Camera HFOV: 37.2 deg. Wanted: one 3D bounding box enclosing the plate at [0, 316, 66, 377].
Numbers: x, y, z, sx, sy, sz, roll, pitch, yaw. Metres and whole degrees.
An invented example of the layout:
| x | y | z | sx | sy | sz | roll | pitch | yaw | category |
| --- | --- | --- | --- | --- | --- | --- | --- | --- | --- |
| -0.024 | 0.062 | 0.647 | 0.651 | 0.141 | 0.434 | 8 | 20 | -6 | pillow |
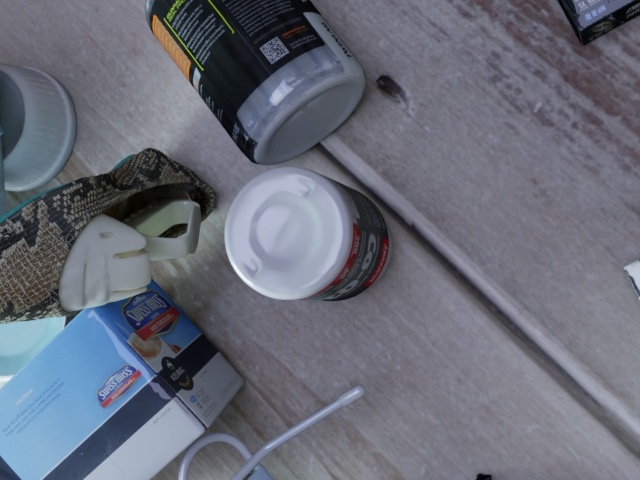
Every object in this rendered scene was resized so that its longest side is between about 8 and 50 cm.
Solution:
| x | y | z | sx | sy | sz | roll | pitch | yaw | category |
| --- | --- | --- | --- | --- | --- | --- | --- | --- | --- |
| -0.474 | 0.113 | 1.441 | 0.188 | 0.024 | 0.188 | 0 | 85 | 4 | plate |

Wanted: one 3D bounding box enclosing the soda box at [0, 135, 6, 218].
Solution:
| x | y | z | sx | sy | sz | roll | pitch | yaw | category |
| --- | --- | --- | --- | --- | --- | --- | --- | --- | --- |
| -0.544 | -0.147 | 1.426 | 0.091 | 0.098 | 0.286 | -7 | 85 | 18 | soda box |

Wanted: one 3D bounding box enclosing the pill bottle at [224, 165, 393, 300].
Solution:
| x | y | z | sx | sy | sz | roll | pitch | yaw | category |
| --- | --- | --- | --- | --- | --- | --- | --- | --- | --- |
| 0.000 | 0.000 | 1.250 | 0.161 | 0.283 | 0.161 | -1 | 86 | 18 | pill bottle |

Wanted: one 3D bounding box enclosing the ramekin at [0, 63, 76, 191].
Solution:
| x | y | z | sx | sy | sz | roll | pitch | yaw | category |
| --- | --- | --- | --- | --- | --- | --- | --- | --- | --- |
| -0.508 | -0.186 | 1.525 | 0.207 | 0.109 | 0.207 | -1 | 87 | 18 | ramekin |

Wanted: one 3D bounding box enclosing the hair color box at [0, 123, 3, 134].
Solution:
| x | y | z | sx | sy | sz | roll | pitch | yaw | category |
| --- | --- | --- | --- | --- | --- | --- | --- | --- | --- |
| -0.660 | -0.156 | 1.325 | 0.374 | 0.113 | 0.185 | -24 | 91 | 8 | hair color box |

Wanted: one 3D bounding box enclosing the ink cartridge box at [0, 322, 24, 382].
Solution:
| x | y | z | sx | sy | sz | roll | pitch | yaw | category |
| --- | --- | --- | --- | --- | --- | --- | --- | --- | --- |
| -0.546 | 0.153 | 1.523 | 0.218 | 0.092 | 0.158 | -9 | 84 | 19 | ink cartridge box |

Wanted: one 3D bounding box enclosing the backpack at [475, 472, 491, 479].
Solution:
| x | y | z | sx | sy | sz | roll | pitch | yaw | category |
| --- | --- | --- | --- | --- | --- | --- | --- | --- | --- |
| 0.206 | 0.374 | 1.245 | 0.084 | 0.114 | 0.105 | 39 | 98 | 17 | backpack |

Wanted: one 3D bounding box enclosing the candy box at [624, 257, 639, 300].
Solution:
| x | y | z | sx | sy | sz | roll | pitch | yaw | category |
| --- | --- | --- | --- | --- | --- | --- | --- | --- | --- |
| 0.504 | 0.103 | 1.187 | 0.159 | 0.071 | 0.233 | -27 | 79 | 15 | candy box |

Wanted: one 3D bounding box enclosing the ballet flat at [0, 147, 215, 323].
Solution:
| x | y | z | sx | sy | sz | roll | pitch | yaw | category |
| --- | --- | --- | --- | --- | --- | --- | --- | --- | --- |
| -0.266 | -0.008 | 1.253 | 0.182 | 0.483 | 0.164 | 19 | 114 | 11 | ballet flat |

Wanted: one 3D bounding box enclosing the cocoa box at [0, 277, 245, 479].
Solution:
| x | y | z | sx | sy | sz | roll | pitch | yaw | category |
| --- | --- | --- | --- | --- | --- | --- | --- | --- | --- |
| -0.324 | 0.253 | 1.346 | 0.347 | 0.231 | 0.228 | -42 | 90 | 12 | cocoa box |

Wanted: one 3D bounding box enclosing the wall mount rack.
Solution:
| x | y | z | sx | sy | sz | roll | pitch | yaw | category |
| --- | --- | --- | --- | --- | --- | --- | --- | --- | --- |
| -0.012 | 0.373 | 1.272 | 0.304 | 0.130 | 0.350 | -42 | 105 | -27 | wall mount rack |

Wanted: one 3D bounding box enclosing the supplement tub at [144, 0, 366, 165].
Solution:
| x | y | z | sx | sy | sz | roll | pitch | yaw | category |
| --- | --- | --- | --- | --- | --- | --- | --- | --- | --- |
| -0.108 | -0.291 | 1.348 | 0.207 | 0.207 | 0.338 | -40 | 76 | 12 | supplement tub |

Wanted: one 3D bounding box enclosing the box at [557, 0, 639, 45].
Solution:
| x | y | z | sx | sy | sz | roll | pitch | yaw | category |
| --- | --- | --- | --- | --- | --- | --- | --- | --- | --- |
| 0.392 | -0.371 | 1.254 | 0.180 | 0.077 | 0.147 | -27 | 78 | 15 | box |
